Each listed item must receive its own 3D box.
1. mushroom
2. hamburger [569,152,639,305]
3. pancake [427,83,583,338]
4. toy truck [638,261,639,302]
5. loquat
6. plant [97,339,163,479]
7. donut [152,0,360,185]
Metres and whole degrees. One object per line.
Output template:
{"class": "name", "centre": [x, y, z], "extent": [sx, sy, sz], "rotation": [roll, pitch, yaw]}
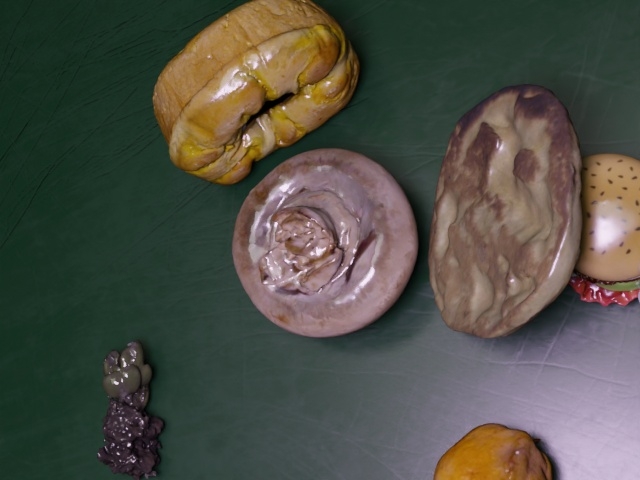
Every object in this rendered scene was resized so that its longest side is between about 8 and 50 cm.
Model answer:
{"class": "mushroom", "centre": [0.000, 0.000, 1.397], "extent": [0.226, 0.178, 0.227], "rotation": [-8, 74, 28]}
{"class": "hamburger", "centre": [0.320, -0.023, 1.307], "extent": [0.175, 0.137, 0.175], "rotation": [-5, 74, 17]}
{"class": "pancake", "centre": [0.201, -0.030, 1.320], "extent": [0.294, 0.049, 0.295], "rotation": [-39, 46, 55]}
{"class": "toy truck", "centre": [0.490, -0.045, 1.211], "extent": [0.367, 0.175, 0.146], "rotation": [-56, 34, 3]}
{"class": "loquat", "centre": [0.192, 0.267, 1.309], "extent": [0.137, 0.113, 0.137], "rotation": [-21, 48, 26]}
{"class": "plant", "centre": [-0.241, 0.214, 1.494], "extent": [0.085, 0.087, 0.174], "rotation": [-4, 80, -11]}
{"class": "donut", "centre": [-0.083, -0.188, 1.454], "extent": [0.261, 0.208, 0.128], "rotation": [-35, 68, 5]}
